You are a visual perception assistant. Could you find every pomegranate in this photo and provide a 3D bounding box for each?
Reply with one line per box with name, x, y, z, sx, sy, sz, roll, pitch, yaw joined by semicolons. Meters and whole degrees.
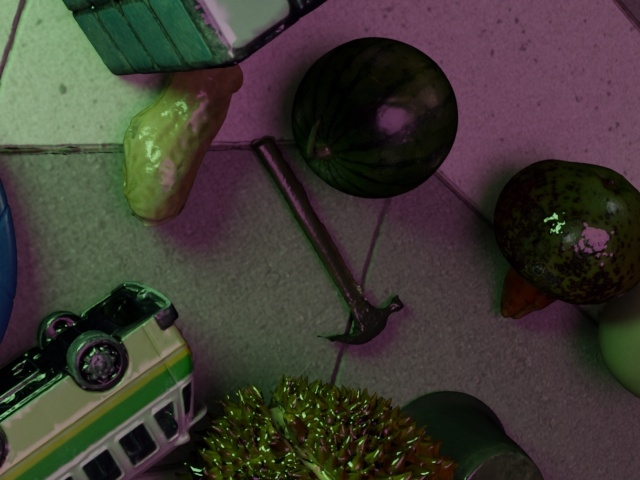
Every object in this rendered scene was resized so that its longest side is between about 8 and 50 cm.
pomegranate;0.312;0.012;1.397;0.214;0.214;0.248;18;124;-29

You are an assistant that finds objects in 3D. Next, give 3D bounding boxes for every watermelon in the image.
watermelon;0.056;-0.135;1.221;0.215;0.188;0.188;-42;114;-35

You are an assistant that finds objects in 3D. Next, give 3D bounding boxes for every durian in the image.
durian;0.007;0.341;1.177;0.348;0.348;0.384;-28;124;-23

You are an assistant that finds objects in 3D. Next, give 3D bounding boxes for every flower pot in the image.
flower pot;0.191;0.324;1.370;0.235;0.148;0.235;-3;96;-27

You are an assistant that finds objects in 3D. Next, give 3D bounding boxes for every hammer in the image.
hammer;0.000;0.000;1.299;0.125;0.027;0.297;-38;112;-25

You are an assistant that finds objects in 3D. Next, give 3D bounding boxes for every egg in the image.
egg;0.521;0.130;1.488;0.270;0.219;0.219;-5;98;-11

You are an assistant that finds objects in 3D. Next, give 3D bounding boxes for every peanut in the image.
peanut;-0.156;-0.118;1.165;0.099;0.099;0.214;35;80;-27

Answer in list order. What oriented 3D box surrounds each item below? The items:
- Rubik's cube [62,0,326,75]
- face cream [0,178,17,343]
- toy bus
Rubik's cube;-0.113;-0.385;1.019;0.344;0.344;0.337;-40;112;-21
face cream;-0.381;-0.010;1.058;0.149;0.083;0.263;-7;98;-31
toy bus;-0.267;0.192;1.109;0.305;0.143;0.179;-36;113;-21
